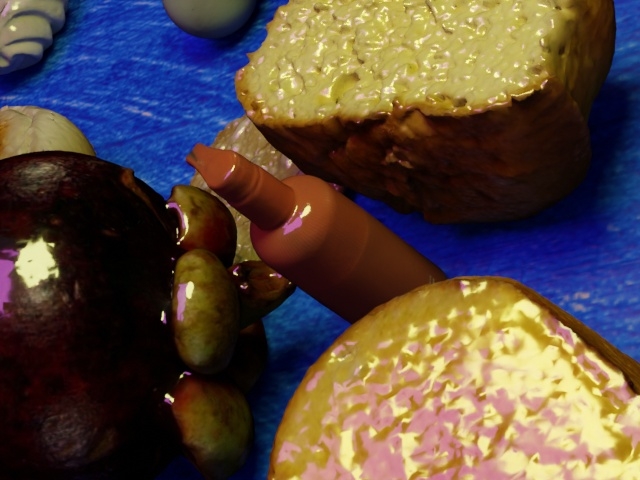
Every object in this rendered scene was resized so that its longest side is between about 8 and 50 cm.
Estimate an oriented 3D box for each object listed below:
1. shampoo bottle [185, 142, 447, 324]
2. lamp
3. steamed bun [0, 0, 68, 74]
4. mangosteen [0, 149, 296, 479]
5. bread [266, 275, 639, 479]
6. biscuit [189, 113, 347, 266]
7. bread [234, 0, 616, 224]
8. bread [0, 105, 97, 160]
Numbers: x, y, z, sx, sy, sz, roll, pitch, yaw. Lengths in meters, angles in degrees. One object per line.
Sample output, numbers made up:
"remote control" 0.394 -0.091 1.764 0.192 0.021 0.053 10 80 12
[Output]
"shampoo bottle" 0.001 0.001 1.123 0.085 0.244 0.085 -26 45 30
"lamp" -0.116 -0.262 1.524 0.105 0.105 0.105 -24 49 31
"steamed bun" -0.382 -0.275 1.784 0.183 0.106 0.183 -21 54 32
"mangosteen" -0.187 0.075 1.233 0.347 0.307 0.307 -2 57 7
"bread" 0.104 0.170 0.940 0.312 0.172 0.312 -12 56 19
"biscuit" -0.052 -0.054 1.374 0.220 0.033 0.220 -24 47 29
"bread" 0.104 -0.118 1.161 0.340 0.179 0.194 1 62 47
"bread" -0.339 -0.004 1.498 0.305 0.159 0.305 -32 28 20
